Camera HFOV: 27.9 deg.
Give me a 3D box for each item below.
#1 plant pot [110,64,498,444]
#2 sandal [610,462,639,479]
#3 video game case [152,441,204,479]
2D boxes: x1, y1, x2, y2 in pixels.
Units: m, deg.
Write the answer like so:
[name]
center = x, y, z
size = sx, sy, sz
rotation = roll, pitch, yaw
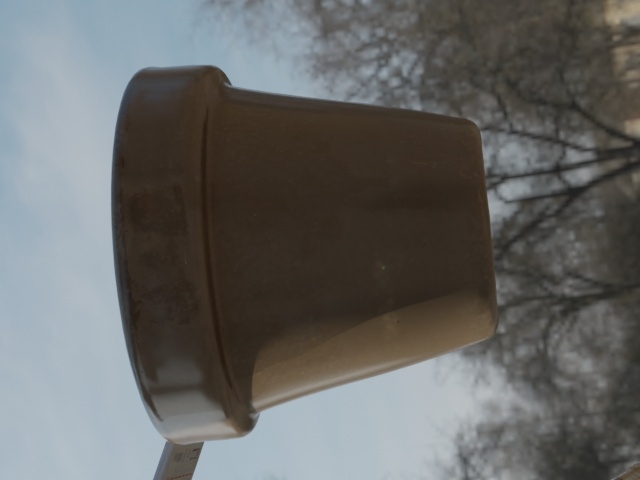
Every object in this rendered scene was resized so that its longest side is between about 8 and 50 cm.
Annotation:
[plant pot]
center = 0.000, 0.000, 0.875
size = 0.263, 0.229, 0.263
rotation = -5, -90, -83
[sandal]
center = 0.279, 0.218, 0.770
size = 0.240, 0.079, 0.088
rotation = 52, 165, 30
[video game case]
center = -0.138, 0.234, 1.132
size = 0.087, 0.011, 0.122
rotation = 29, -101, -77
